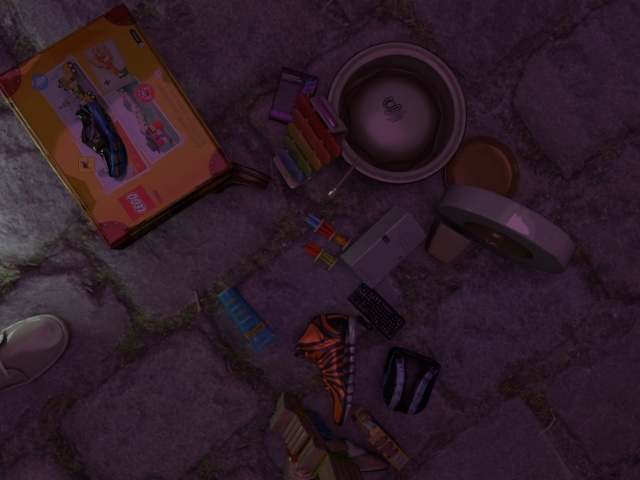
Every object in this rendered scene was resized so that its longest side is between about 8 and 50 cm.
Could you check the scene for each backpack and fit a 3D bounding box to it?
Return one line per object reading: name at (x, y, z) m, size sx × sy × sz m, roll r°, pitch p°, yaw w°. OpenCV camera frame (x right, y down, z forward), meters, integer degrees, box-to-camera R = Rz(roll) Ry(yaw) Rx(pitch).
backpack at (0.253, 0.414, 1.793) m, size 0.158 × 0.117 × 0.173 m, roll 18°, pitch 87°, yaw -4°

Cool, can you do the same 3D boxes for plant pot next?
plant pot at (0.371, 0.009, 1.825) m, size 0.109 × 0.109 × 0.096 m, roll 30°, pitch 99°, yaw -3°
plant pot at (0.492, -0.202, 1.871) m, size 0.236 × 0.032 × 0.237 m, roll 0°, pitch 88°, yaw -4°

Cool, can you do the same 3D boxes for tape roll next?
tape roll at (0.506, -0.029, 1.689) m, size 0.392 × 0.392 × 0.072 m, roll 30°, pitch 87°, yaw -3°

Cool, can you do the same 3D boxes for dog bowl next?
dog bowl at (0.212, -0.358, 1.796) m, size 0.407 × 0.150 × 0.408 m, roll 0°, pitch 89°, yaw -4°

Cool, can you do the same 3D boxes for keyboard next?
keyboard at (0.161, 0.221, 1.839) m, size 0.180 × 0.023 × 0.108 m, roll 45°, pitch 86°, yaw -1°

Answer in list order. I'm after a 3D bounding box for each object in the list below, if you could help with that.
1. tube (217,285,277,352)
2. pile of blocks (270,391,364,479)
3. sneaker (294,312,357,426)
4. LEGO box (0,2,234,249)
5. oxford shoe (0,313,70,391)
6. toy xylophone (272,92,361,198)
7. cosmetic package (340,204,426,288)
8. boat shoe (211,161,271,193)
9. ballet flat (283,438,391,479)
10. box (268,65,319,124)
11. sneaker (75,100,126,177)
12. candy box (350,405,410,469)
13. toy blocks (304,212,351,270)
tube at (-0.220, 0.228, 1.801) m, size 0.080 × 0.052 × 0.207 m, roll -37°, pitch 98°, yaw 5°
pile of blocks at (-0.020, 0.594, 1.726) m, size 0.362 × 0.148 × 0.113 m, roll 45°, pitch 110°, yaw 38°
sneaker at (0.011, 0.373, 1.787) m, size 0.179 × 0.124 × 0.321 m, roll 3°, pitch 78°, yaw 0°
LEGO box at (-0.515, -0.282, 1.589) m, size 0.372 × 0.193 × 0.500 m, roll -34°, pitch 94°, yaw -8°
oxford shoe at (-0.914, 0.352, 1.701) m, size 0.449 × 0.130 × 0.169 m, roll -26°, pitch 89°, yaw -6°
toy xylophone at (-0.010, -0.252, 1.708) m, size 0.081 × 0.323 × 0.236 m, roll -27°, pitch 70°, yaw -34°
cosmetic package at (0.186, 0.018, 1.796) m, size 0.231 × 0.085 × 0.117 m, roll -45°, pitch 121°, yaw -5°
boat shoe at (-0.297, -0.186, 1.780) m, size 0.307 × 0.111 × 0.105 m, roll 17°, pitch 92°, yaw 5°
ballet flat at (0.046, 0.639, 1.783) m, size 0.315 × 0.107 × 0.106 m, roll -7°, pitch 75°, yaw -5°
box at (-0.080, -0.427, 1.835) m, size 0.116 × 0.029 × 0.162 m, roll 16°, pitch 89°, yaw -5°
sneaker at (-0.525, -0.236, 1.463) m, size 0.078 × 0.067 × 0.188 m, roll -23°, pitch 94°, yaw 11°
candy box at (0.171, 0.564, 1.748) m, size 0.053 × 0.109 × 0.187 m, roll -43°, pitch 124°, yaw -4°
toy blocks at (0.000, 0.000, 1.816) m, size 0.148 × 0.054 × 0.123 m, roll 35°, pitch 86°, yaw -3°
